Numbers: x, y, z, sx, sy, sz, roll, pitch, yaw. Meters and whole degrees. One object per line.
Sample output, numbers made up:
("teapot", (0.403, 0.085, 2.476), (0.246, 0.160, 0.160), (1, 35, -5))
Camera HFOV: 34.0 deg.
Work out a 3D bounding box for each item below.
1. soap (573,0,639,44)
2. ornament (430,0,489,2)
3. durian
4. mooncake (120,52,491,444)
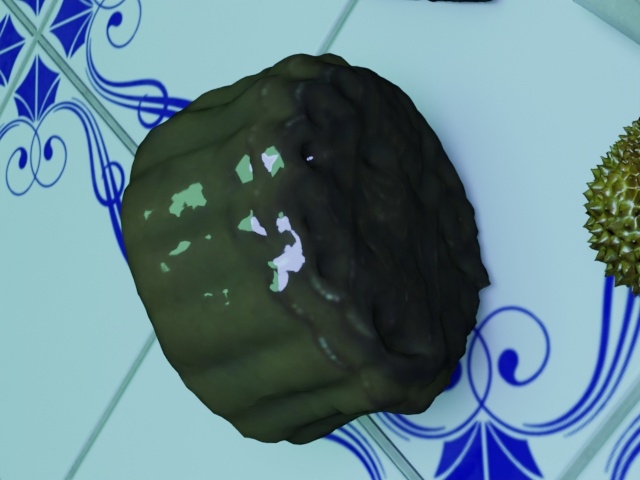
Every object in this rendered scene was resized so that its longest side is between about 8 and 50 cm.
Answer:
("soap", (0.306, -0.196, 0.829), (0.183, 0.064, 0.121), (46, 114, 35))
("ornament", (0.111, -0.357, 1.012), (0.202, 0.080, 0.236), (18, 95, 45))
("durian", (0.276, -0.024, 0.783), (0.158, 0.137, 0.168), (-15, 85, 18))
("mooncake", (-0.001, 0.001, 0.898), (0.187, 0.324, 0.324), (-21, 70, 34))
